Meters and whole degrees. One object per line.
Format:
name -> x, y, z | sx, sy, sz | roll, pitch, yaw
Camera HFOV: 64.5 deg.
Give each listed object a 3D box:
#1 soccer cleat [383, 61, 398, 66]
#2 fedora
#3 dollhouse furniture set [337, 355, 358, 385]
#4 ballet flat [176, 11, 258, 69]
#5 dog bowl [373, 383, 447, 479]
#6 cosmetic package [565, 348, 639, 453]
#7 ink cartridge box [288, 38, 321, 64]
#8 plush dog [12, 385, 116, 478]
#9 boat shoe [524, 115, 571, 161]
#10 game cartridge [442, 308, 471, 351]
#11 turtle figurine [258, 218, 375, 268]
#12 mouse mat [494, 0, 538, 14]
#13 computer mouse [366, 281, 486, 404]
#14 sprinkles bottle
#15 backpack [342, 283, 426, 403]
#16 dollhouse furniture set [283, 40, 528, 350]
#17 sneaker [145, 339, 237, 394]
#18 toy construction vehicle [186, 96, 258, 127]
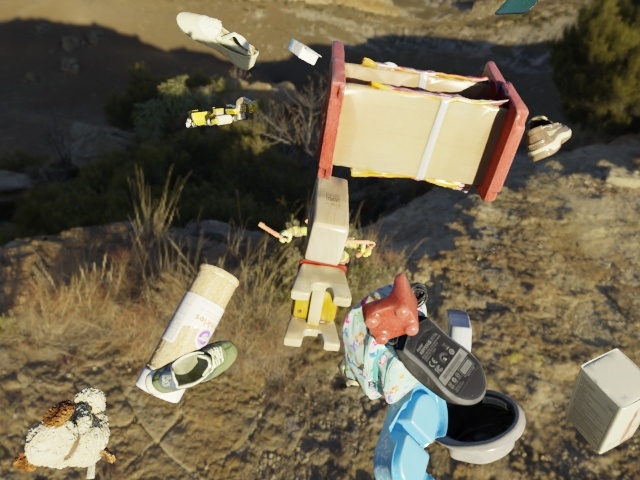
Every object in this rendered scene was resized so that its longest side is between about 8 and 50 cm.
soccer cleat -> 0.173, -0.313, 1.090 | 0.068, 0.196, 0.076 | -6, 56, 32
fedora -> 0.436, 0.538, 1.429 | 0.276, 0.124, 0.243 | -17, 21, -9
dollhouse furniture set -> 0.186, 0.426, 1.750 | 0.182, 0.161, 0.101 | 17, 27, -35
ballet flat -> -0.282, -0.580, 1.442 | 0.249, 0.086, 0.086 | 24, 17, -36
dog bowl -> 0.219, 0.482, 1.237 | 0.074, 0.166, 0.297 | -17, 33, 43
cosmetic package -> 0.827, 0.467, 1.460 | 0.129, 0.296, 0.153 | -24, 46, -9
ink cartridge box -> -0.038, -0.451, 1.219 | 0.048, 0.028, 0.083 | 13, 26, -38
plush dog -> -0.709, 0.557, 1.408 | 0.211, 0.262, 0.225 | 30, -3, 32
boat shoe -> 0.601, -0.292, 1.351 | 0.095, 0.095, 0.257 | -24, 7, 35
game cartridge -> 0.336, 0.273, 1.277 | 0.062, 0.197, 0.297 | 0, -4, 10
turtle figurine -> 0.000, 0.000, 1.208 | 0.270, 0.217, 0.087 | 7, 68, 10
mouse mat -> 0.546, -0.646, 1.286 | 0.007, 0.189, 0.152 | 39, 9, -24
computer mouse -> 0.232, 0.235, 1.078 | 0.188, 0.072, 0.272 | -35, 76, -33
sprinkles bottle -> -0.346, 0.238, 1.338 | 0.121, 0.121, 0.355 | 19, 71, 17
backpack -> 0.168, 0.243, 1.222 | 0.225, 0.253, 0.191 | -28, 34, -27
dollhouse furniture set -> 0.080, -0.035, 0.642 | 0.202, 0.374, 0.152 | 9, 35, -4
sneaker -> -0.215, 0.230, 0.930 | 0.192, 0.064, 0.086 | -15, -8, -47
toy construction vehicle -> -0.152, -0.196, 0.774 | 0.086, 0.035, 0.098 | -18, 19, -32
